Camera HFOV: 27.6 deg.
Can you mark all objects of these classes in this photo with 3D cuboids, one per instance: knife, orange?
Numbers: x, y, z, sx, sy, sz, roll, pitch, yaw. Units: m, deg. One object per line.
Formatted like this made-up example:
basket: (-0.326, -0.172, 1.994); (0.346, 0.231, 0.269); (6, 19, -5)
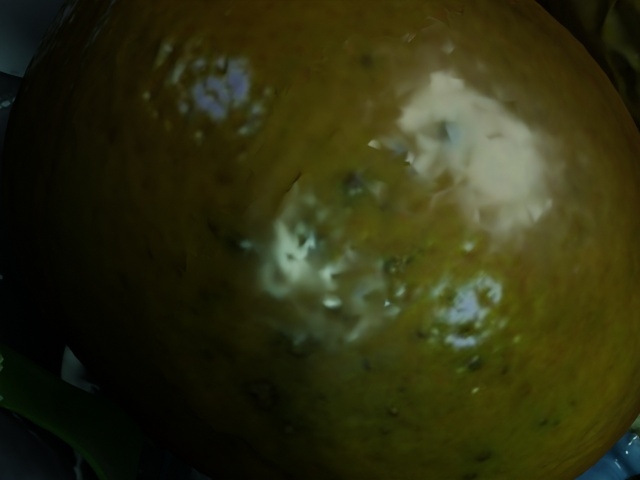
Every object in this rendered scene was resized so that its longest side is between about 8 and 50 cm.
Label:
knife: (-0.107, 0.049, 0.454); (0.166, 0.023, 0.078); (36, 44, -30)
orange: (0.000, 0.000, 0.428); (0.171, 0.240, 0.240); (-48, 110, -12)

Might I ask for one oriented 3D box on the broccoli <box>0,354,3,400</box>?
broccoli: (-0.178, 0.086, 0.177); (0.308, 0.275, 0.307); (7, 73, -24)

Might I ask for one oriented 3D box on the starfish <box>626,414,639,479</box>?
starfish: (0.158, 0.062, 0.673); (0.357, 0.078, 0.347); (55, 25, 16)

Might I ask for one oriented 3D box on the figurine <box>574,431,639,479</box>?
figurine: (0.075, 0.153, 0.481); (0.178, 0.144, 0.114); (-45, 137, -22)

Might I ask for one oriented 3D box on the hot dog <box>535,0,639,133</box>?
hot dog: (0.252, -0.115, 0.716); (0.267, 0.174, 0.387); (-52, 141, -1)

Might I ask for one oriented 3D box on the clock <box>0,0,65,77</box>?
clock: (-0.109, -0.165, 0.521); (0.197, 0.068, 0.196); (21, 57, -38)
